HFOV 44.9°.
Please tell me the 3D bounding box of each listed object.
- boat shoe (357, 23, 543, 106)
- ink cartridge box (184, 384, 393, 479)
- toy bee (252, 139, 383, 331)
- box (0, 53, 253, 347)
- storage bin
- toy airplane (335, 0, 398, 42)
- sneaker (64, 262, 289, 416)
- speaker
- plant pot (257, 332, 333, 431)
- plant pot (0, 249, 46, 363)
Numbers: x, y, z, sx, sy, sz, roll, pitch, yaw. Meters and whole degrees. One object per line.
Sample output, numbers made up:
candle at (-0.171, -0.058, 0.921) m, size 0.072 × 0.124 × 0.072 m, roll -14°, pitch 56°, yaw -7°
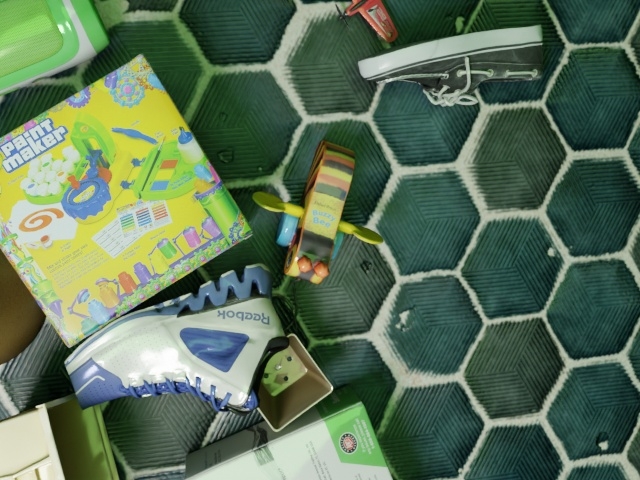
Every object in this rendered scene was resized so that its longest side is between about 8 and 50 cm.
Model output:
boat shoe at (0.205, -0.259, 1.183) m, size 0.306 × 0.113 × 0.105 m, roll -14°, pitch 103°, yaw -23°
ink cartridge box at (-0.041, 0.381, 1.189) m, size 0.289 × 0.121 × 0.211 m, roll -21°, pitch 98°, yaw -7°
toy bee at (0.000, 0.000, 1.145) m, size 0.195 × 0.162 × 0.299 m, roll -3°, pitch 95°, yaw -10°
box at (-0.292, -0.058, 1.085) m, size 0.289 × 0.177 × 0.279 m, roll -31°, pitch 99°, yaw -5°
storage bin at (-0.358, 0.350, 1.044) m, size 0.123 × 0.262 × 0.261 m, roll -17°, pitch 86°, yaw -6°
toy airplane at (0.087, -0.386, 1.192) m, size 0.151 × 0.028 × 0.151 m, roll -1°, pitch 96°, yaw -10°
sneaker at (-0.174, 0.173, 1.058) m, size 0.315 × 0.127 × 0.182 m, roll -26°, pitch 72°, yaw -12°
speaker at (-0.450, -0.267, 1.069) m, size 0.296 × 0.131 × 0.131 m, roll -24°, pitch 98°, yaw -6°
plant pot at (-0.061, 0.206, 1.184) m, size 0.109 × 0.096 × 0.109 m, roll -36°, pitch 99°, yaw -5°
plant pot at (-0.506, 0.091, 1.026) m, size 0.237 × 0.254 × 0.237 m, roll -1°, pitch 96°, yaw -8°
